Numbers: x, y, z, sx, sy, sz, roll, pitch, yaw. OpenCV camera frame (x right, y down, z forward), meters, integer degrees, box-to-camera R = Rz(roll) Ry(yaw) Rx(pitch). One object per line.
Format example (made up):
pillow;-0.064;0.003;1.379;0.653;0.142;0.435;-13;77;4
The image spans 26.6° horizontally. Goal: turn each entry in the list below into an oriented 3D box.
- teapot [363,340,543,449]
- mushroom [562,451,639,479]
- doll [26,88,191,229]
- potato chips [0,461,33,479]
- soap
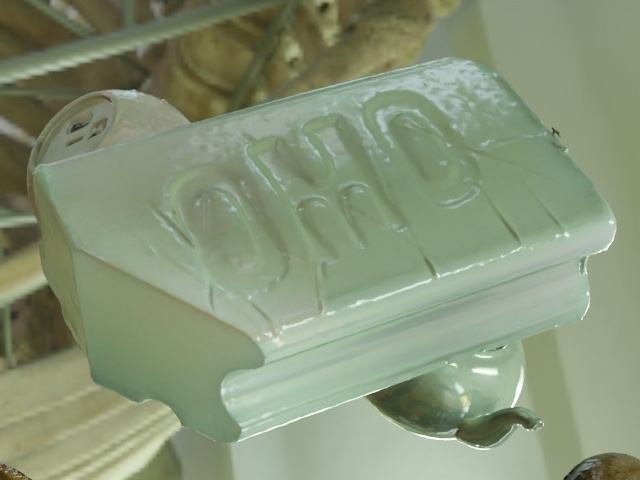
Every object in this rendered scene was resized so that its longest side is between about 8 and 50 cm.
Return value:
teapot;0.121;0.107;1.381;0.129;0.193;0.294;-57;-134;35
mushroom;0.167;0.183;0.765;0.126;0.109;0.085;-53;180;-43
doll;-0.110;0.003;1.101;0.287;0.151;0.151;48;10;-39
potato chips;-0.166;0.194;0.875;0.204;0.026;0.037;31;-77;24
soap;0.000;0.000;0.778;0.172;0.290;0.095;58;-25;35
